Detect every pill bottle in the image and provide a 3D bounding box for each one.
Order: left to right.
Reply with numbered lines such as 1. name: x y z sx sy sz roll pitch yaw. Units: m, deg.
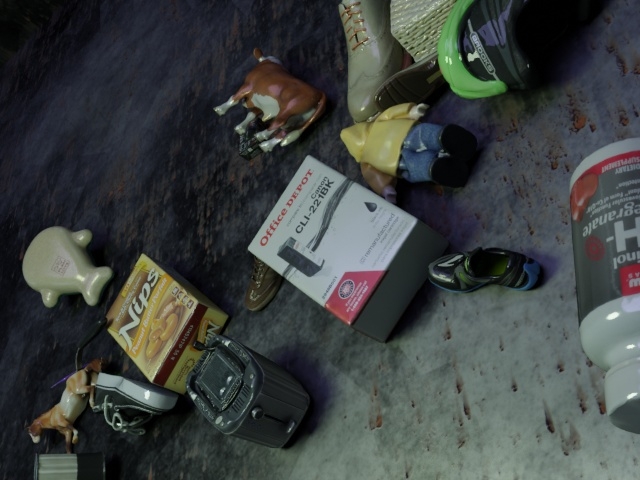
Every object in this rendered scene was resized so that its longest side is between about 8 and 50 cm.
1. pill bottle: 0.385 0.053 1.062 0.176 0.176 0.319 -24 48 38

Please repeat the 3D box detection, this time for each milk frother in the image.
1. milk frother: -0.495 0.498 1.821 0.143 0.134 0.129 -114 32 -52

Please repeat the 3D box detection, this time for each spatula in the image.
1. spatula: -0.529 0.251 2.047 0.084 0.030 0.296 -33 -15 -47

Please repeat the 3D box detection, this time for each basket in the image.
1. basket: 0.215 -0.415 1.672 0.167 0.103 0.113 -29 44 36

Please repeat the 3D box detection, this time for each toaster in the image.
1. toaster: -0.123 0.253 1.547 0.129 0.146 0.227 -58 36 -1

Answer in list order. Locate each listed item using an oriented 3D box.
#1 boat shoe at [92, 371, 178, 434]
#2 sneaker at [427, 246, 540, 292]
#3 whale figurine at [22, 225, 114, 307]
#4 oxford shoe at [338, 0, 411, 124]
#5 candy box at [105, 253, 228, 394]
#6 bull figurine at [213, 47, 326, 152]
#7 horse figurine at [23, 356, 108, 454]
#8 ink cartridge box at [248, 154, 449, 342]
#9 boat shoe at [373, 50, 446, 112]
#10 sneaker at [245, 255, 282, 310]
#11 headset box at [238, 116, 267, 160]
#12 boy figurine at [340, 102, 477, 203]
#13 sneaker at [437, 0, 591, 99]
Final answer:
1. boat shoe: -0.381 0.329 1.833 0.306 0.113 0.105 -1 70 53
2. sneaker: 0.228 0.035 1.345 0.188 0.078 0.067 -2 63 50
3. whale figurine: -0.614 0.077 2.308 0.272 0.141 0.216 22 82 30
4. oxford shoe: 0.084 -0.392 1.774 0.140 0.146 0.397 -23 48 38
5. candy box: -0.327 0.165 1.906 0.316 0.087 0.183 30 89 54
6. bull figurine: -0.109 -0.300 1.960 0.188 0.101 0.310 -47 38 -5
7. horse figurine: -0.538 0.362 2.035 0.174 0.066 0.263 33 92 49
8. ink cartridge box: 0.039 0.008 1.511 0.273 0.114 0.197 34 92 41
9. boat shoe: 0.177 -0.289 1.648 0.190 0.068 0.072 -28 21 2
10. sneaker: -0.102 0.040 1.742 0.188 0.071 0.066 -59 36 -1
11. headset box: -0.148 -0.226 2.029 0.062 0.032 0.083 -31 43 32
12. boy figurine: 0.132 -0.150 1.586 0.285 0.092 0.177 14 89 56
13. sneaker: 0.359 -0.436 1.493 0.202 0.185 0.483 14 79 35
